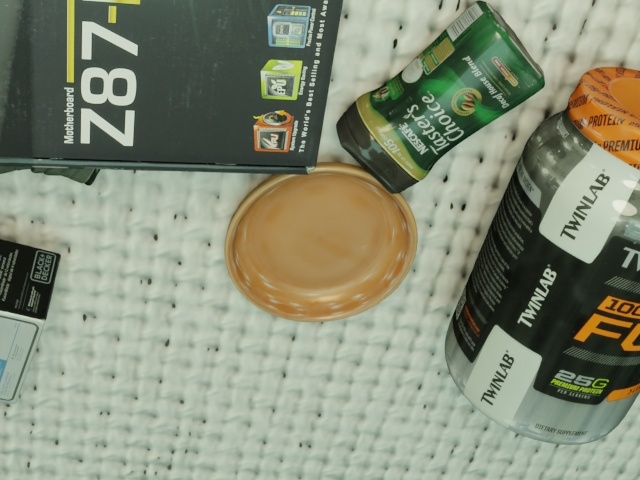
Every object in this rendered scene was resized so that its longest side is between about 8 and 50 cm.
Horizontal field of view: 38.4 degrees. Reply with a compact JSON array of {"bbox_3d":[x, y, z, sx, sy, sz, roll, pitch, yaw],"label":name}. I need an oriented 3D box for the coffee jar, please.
[{"bbox_3d":[0.107,-0.127,0.851,0.184,0.079,0.096,-38,122,20],"label":"coffee jar"}]

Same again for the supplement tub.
[{"bbox_3d":[0.265,0.018,0.899,0.207,0.207,0.338,7,125,-13],"label":"supplement tub"}]

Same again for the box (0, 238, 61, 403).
[{"bbox_3d":[-0.418,0.056,0.889,0.290,0.087,0.169,17,137,-19],"label":"box"}]

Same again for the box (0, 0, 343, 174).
[{"bbox_3d":[-0.134,-0.240,0.656,0.318,0.097,0.395,2,124,-15],"label":"box"}]

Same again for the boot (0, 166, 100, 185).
[{"bbox_3d":[-0.260,-0.159,0.795,0.161,0.083,0.246,-3,127,-20],"label":"boot"}]

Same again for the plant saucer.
[{"bbox_3d":[0.000,0.000,0.957,0.200,0.037,0.200,-4,127,-6],"label":"plant saucer"}]
